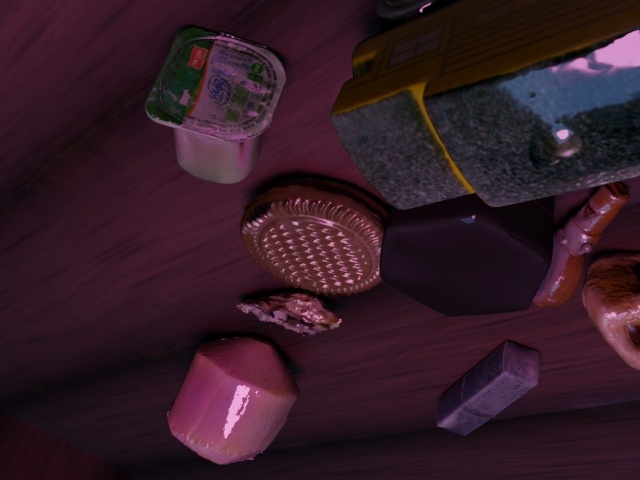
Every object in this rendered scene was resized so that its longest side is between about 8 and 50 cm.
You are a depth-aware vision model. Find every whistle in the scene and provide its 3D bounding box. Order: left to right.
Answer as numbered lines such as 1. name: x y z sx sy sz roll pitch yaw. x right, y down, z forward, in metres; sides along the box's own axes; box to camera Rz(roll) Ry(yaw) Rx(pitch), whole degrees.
1. whistle: 0.335 0.010 0.946 0.057 0.107 0.220 16 130 -11

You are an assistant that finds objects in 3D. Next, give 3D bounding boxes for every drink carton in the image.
1. drink carton: -0.123 -0.152 0.878 0.144 0.146 0.142 17 153 1

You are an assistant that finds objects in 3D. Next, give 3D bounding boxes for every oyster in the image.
1. oyster: -0.066 0.125 1.287 0.133 0.071 0.209 29 163 -27

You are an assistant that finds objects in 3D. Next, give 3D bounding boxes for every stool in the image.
1. stool: 0.191 -0.008 0.933 0.232 0.141 0.232 10 144 8

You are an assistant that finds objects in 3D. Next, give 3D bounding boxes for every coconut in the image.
1. coconut: -0.167 0.312 1.436 0.233 0.245 0.233 29 179 1

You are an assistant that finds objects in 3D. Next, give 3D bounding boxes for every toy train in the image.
1. toy train: 0.207 -0.169 0.601 0.442 0.272 0.179 -13 132 35

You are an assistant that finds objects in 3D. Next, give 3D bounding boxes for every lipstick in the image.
1. lipstick: 0.310 0.284 1.328 0.076 0.077 0.289 20 144 -4

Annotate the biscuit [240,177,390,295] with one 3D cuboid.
1. biscuit: 0.000 0.000 1.073 0.259 0.079 0.259 11 144 8

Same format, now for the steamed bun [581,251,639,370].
1. steamed bun: 0.464 0.081 0.948 0.172 0.140 0.155 38 135 -21
